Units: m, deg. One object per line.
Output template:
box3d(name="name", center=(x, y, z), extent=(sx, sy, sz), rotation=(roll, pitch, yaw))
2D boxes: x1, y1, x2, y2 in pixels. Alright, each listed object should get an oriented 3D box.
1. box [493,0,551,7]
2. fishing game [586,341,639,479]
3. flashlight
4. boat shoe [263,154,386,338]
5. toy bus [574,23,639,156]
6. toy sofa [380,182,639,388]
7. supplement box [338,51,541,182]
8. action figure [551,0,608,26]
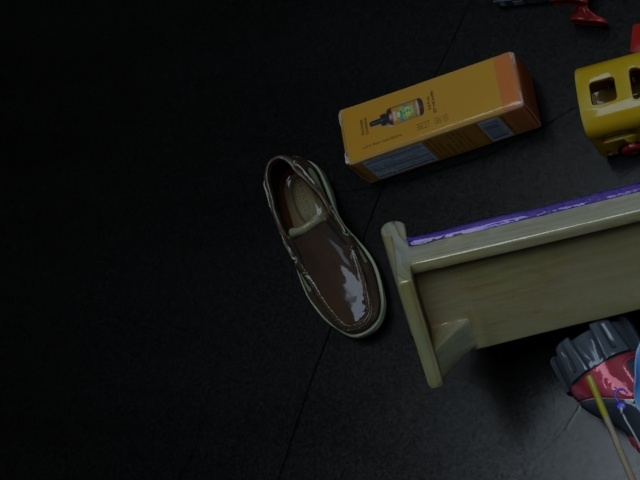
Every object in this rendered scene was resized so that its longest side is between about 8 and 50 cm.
box3d(name="box", center=(0.258, -0.325, 1.928), extent=(0.083, 0.018, 0.067), rotation=(-1, 71, 26))
box3d(name="fishing game", center=(0.409, 0.143, 1.566), extent=(0.264, 0.041, 0.189), rotation=(-18, 84, 4))
box3d(name="flashlight", center=(0.355, 0.229, 1.646), extent=(0.103, 0.103, 0.304), rotation=(-30, 66, 9))
box3d(name="boat shoe", center=(-0.007, 0.004, 1.900), extent=(0.095, 0.095, 0.257), rotation=(-35, 61, 12))
box3d(name="toy bus", center=(0.387, -0.169, 1.759), extent=(0.191, 0.104, 0.202), rotation=(34, 90, 31))
box3d(name="toy sofa", center=(0.256, 0.012, 1.656), extent=(0.363, 0.150, 0.177), rotation=(-14, 34, 7))
box3d(name="supplement box", center=(0.143, -0.147, 1.890), extent=(0.233, 0.080, 0.078), rotation=(-16, 65, 19))
box3d(name="action figure", center=(0.383, -0.395, 1.850), extent=(0.139, 0.091, 0.280), rotation=(10, 78, 36))
